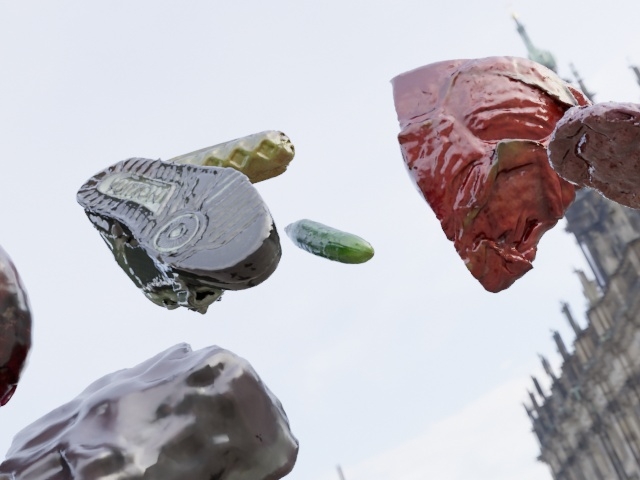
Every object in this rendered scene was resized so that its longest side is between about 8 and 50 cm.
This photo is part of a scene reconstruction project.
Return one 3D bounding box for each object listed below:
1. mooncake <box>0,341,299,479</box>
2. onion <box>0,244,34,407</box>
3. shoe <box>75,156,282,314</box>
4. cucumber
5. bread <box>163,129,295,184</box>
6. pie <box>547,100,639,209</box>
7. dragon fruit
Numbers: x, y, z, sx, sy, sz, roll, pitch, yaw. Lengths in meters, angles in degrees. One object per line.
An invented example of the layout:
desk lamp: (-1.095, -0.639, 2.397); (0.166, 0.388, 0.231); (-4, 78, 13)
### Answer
mooncake: (-0.250, 0.293, 1.317); (0.351, 0.212, 0.381); (-18, 14, 41)
onion: (-0.556, 0.114, 1.297); (0.348, 0.347, 0.285); (-11, -4, -21)
shoe: (-0.113, 0.014, 0.918); (0.109, 0.293, 0.149); (-43, -53, -21)
cucumber: (0.000, 0.000, 1.039); (0.037, 0.037, 0.155); (-1, 12, -37)
bread: (-0.174, -0.126, 1.714); (0.270, 0.087, 0.098); (-18, -31, 3)
pie: (0.285, -0.080, 0.899); (0.154, 0.038, 0.153); (21, -26, 10)
dragon fruit: (0.262, -0.079, 1.390); (0.303, 0.330, 0.240); (-6, -25, 15)
